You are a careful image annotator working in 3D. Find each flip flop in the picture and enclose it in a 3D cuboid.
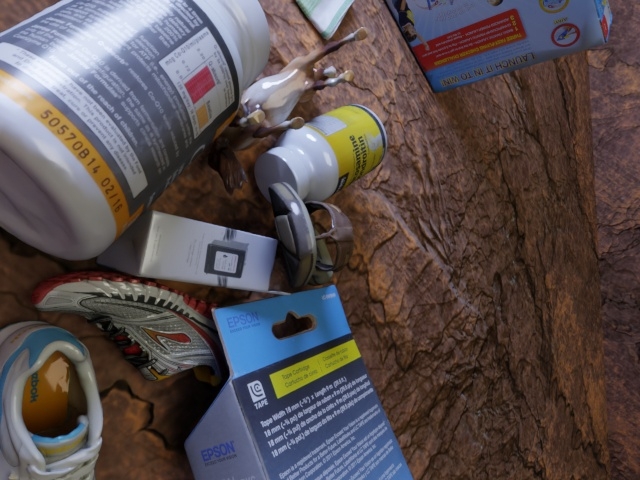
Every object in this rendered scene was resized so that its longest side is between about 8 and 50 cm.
[{"bbox_3d":[0.000,0.000,0.541,0.277,0.080,0.112,54,23,-77],"label":"flip flop"}]

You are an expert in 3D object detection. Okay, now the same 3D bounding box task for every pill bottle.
[{"bbox_3d":[-0.167,-0.130,0.407,0.162,0.162,0.278,56,48,-29],"label":"pill bottle"},{"bbox_3d":[0.002,-0.112,0.628,0.184,0.103,0.103,-36,113,-40],"label":"pill bottle"}]

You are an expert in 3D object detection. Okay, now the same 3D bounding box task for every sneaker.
[{"bbox_3d":[-0.229,0.185,0.389,0.088,0.092,0.228,-11,98,-47],"label":"sneaker"},{"bbox_3d":[-0.165,0.091,0.461,0.225,0.088,0.092,31,68,-41],"label":"sneaker"}]

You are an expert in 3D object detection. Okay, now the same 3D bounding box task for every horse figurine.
[{"bbox_3d":[-0.051,-0.161,0.556,0.263,0.175,0.066,-48,117,-22],"label":"horse figurine"}]

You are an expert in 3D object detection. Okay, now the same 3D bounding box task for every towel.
[{"bbox_3d":[-0.010,-0.390,0.684,0.152,0.023,0.113,45,58,-35],"label":"towel"}]

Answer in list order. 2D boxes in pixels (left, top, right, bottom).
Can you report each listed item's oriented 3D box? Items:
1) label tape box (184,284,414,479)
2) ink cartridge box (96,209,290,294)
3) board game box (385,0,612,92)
[{"bbox_3d":[-0.019,0.235,0.540,0.241,0.106,0.333,-2,66,-57],"label":"label tape box"},{"bbox_3d":[-0.122,0.014,0.493,0.180,0.104,0.060,14,83,-45],"label":"ink cartridge box"},{"bbox_3d":[0.274,-0.426,0.774,0.302,0.309,0.086,48,55,-34],"label":"board game box"}]
